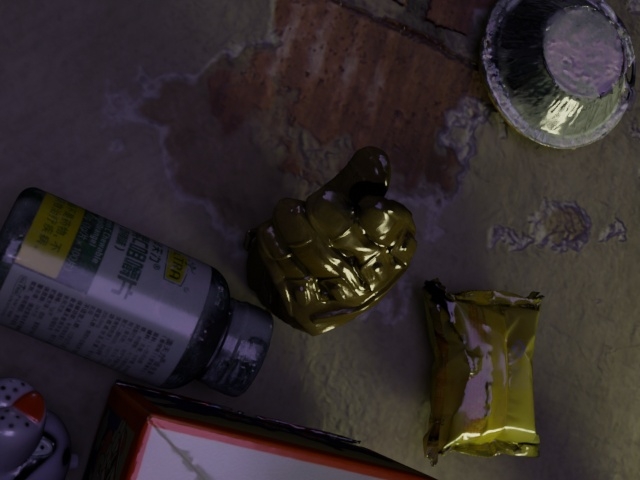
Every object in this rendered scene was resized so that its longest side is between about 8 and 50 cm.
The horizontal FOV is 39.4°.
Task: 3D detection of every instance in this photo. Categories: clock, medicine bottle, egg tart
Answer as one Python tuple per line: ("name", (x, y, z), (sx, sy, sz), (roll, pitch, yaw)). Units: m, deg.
("clock", (-0.357, 0.210, 0.859), (0.254, 0.189, 0.188), (4, 85, -26))
("medicine bottle", (-0.198, 0.065, 0.930), (0.293, 0.141, 0.141), (26, 78, -17))
("egg tart", (0.318, -0.234, 1.165), (0.234, 0.094, 0.234), (1, 86, -18))

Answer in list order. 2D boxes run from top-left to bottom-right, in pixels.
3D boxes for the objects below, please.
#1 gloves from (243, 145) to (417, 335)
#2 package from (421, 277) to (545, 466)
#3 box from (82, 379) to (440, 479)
("gloves", (0.009, 0.013, 0.913), (0.154, 0.331, 0.141), (-33, 91, -19))
("package", (0.198, 0.163, 1.098), (0.168, 0.090, 0.226), (4, 83, -17))
("box", (-0.093, 0.354, 0.892), (0.319, 0.257, 0.348), (16, 82, -17))
